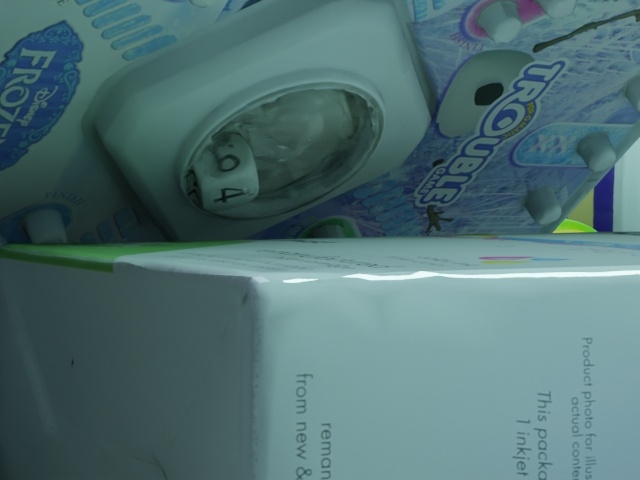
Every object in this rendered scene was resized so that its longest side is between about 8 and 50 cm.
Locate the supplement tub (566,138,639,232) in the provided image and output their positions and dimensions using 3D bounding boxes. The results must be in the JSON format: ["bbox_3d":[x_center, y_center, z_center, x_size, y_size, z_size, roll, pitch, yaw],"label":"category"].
[{"bbox_3d":[0.113,-0.043,1.381,0.331,0.241,0.241,3,3,16],"label":"supplement tub"}]

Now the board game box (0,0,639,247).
[{"bbox_3d":[-0.014,-0.034,0.667,0.390,0.050,0.390,2,-40,-37],"label":"board game box"}]

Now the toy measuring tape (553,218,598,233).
[{"bbox_3d":[0.170,0.043,1.000,0.330,0.121,0.121,0,3,-30],"label":"toy measuring tape"}]

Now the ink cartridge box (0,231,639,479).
[{"bbox_3d":[0.089,0.057,0.604,0.353,0.119,0.207,-1,2,-29],"label":"ink cartridge box"}]
